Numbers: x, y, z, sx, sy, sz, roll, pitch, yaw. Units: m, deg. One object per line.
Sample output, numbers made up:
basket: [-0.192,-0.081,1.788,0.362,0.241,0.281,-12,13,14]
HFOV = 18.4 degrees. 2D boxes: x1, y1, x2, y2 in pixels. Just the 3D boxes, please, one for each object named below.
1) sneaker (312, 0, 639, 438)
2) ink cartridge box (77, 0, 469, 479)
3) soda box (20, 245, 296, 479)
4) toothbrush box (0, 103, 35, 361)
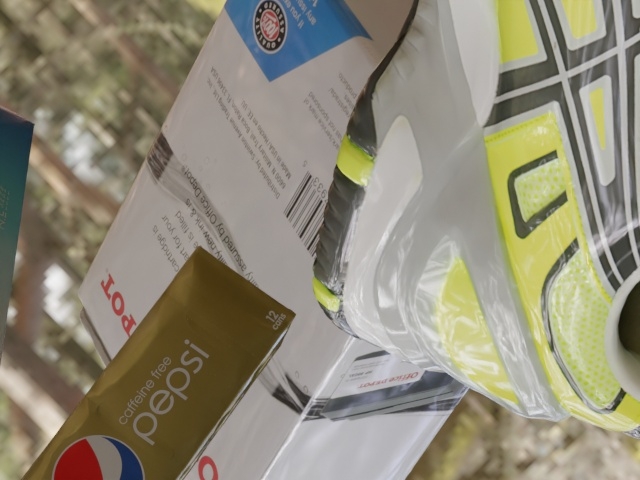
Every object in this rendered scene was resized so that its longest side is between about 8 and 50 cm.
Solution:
sneaker: [0.110,-0.094,0.628,0.145,0.147,0.384,-47,157,-41]
ink cartridge box: [0.000,0.000,1.496,0.166,0.285,0.395,1,133,-38]
soda box: [-0.087,0.094,0.904,0.181,0.058,0.061,-54,177,-20]
toothbrush box: [-0.275,0.060,1.071,0.216,0.126,0.295,-43,-151,29]
